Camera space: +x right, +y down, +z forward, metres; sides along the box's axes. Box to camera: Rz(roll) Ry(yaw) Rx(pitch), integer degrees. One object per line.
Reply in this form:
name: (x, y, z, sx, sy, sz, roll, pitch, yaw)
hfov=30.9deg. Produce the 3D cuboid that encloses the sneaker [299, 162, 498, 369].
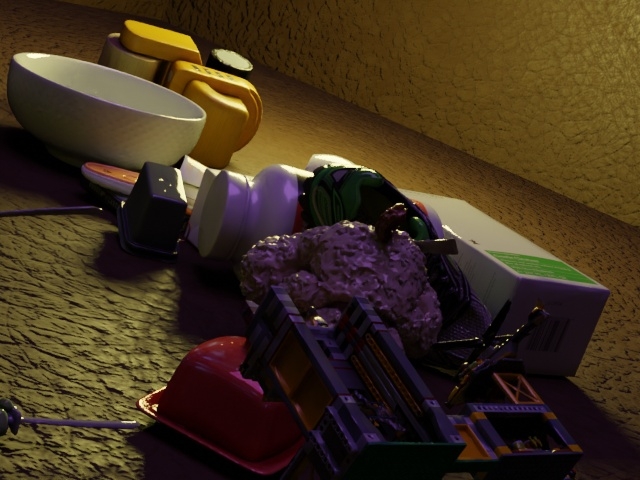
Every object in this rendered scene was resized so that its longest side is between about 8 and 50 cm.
sneaker: (0.112, 0.044, 1.501, 0.343, 0.134, 0.146, 46, -13, -15)

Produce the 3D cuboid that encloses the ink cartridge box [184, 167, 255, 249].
ink cartridge box: (-0.095, -0.032, 1.767, 0.198, 0.115, 0.067, 10, 17, -36)

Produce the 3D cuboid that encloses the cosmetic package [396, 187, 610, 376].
cosmetic package: (0.234, 0.058, 1.781, 0.197, 0.155, 0.365, 7, 20, -36)

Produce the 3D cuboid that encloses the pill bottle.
pill bottle: (0.000, 0.000, 1.634, 0.323, 0.181, 0.181, 14, 15, -20)

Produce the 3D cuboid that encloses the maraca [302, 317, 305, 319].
maraca: (0.008, 0.094, 1.477, 0.127, 0.099, 0.185, -1, 47, -42)

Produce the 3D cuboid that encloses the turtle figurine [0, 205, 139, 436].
turtle figurine: (-0.310, 0.066, 0.961, 0.275, 0.197, 0.266, 19, 18, 16)

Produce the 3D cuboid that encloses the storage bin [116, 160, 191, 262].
storage bin: (-0.226, -0.044, 1.640, 0.098, 0.091, 0.135, 14, 28, -21)

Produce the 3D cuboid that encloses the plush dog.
plush dog: (0.040, 0.095, 1.310, 0.262, 0.210, 0.225, 19, 59, -15)

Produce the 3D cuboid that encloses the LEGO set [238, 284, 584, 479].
LEGO set: (0.036, 0.162, 0.940, 0.331, 0.255, 0.192, 0, 39, -34)

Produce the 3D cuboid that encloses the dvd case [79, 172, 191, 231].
dvd case: (-0.240, -0.058, 1.847, 0.239, 0.029, 0.179, 6, 19, -39)

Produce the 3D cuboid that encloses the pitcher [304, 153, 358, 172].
pitcher: (0.054, -0.068, 2.126, 0.207, 0.125, 0.178, 29, -7, -3)

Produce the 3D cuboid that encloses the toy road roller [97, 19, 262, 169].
toy road roller: (-0.272, -0.270, 2.274, 0.330, 0.202, 0.240, 13, 27, -26)

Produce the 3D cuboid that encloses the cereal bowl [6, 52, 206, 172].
cereal bowl: (-0.376, -0.203, 1.986, 0.339, 0.141, 0.339, 18, 15, -5)

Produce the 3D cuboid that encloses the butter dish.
butter dish: (-0.073, 0.141, 1.145, 0.160, 0.118, 0.160, 24, 15, 20)

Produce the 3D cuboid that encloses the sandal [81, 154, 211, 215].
sandal: (-0.231, -0.096, 1.786, 0.265, 0.076, 0.102, 15, 16, -16)
